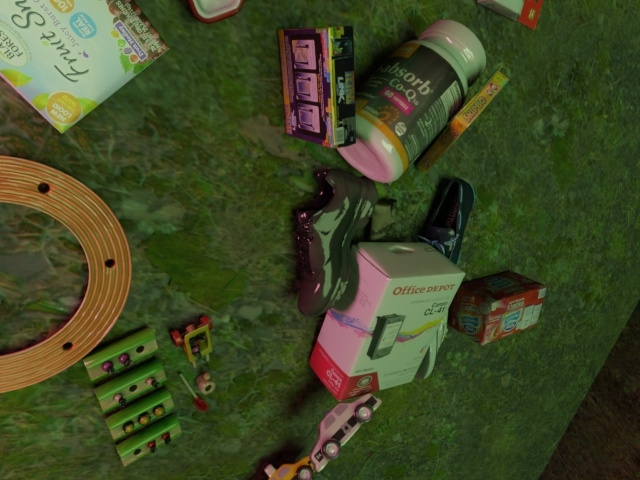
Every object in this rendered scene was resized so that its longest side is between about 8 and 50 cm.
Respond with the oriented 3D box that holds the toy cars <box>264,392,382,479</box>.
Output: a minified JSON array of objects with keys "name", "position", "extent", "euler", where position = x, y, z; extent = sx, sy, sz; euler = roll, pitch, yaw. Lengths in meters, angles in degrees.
[{"name":"toy cars","position":[-0.027,0.451,1.007],"extent":[0.393,0.087,0.176],"euler":[-52,165,18]}]

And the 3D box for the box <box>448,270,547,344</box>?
[{"name":"box","position":[0.486,0.178,1.307],"extent":[0.257,0.123,0.128],"euler":[-8,113,-34]}]

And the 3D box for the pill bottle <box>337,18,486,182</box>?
[{"name":"pill bottle","position":[0.157,-0.249,0.849],"extent":[0.278,0.162,0.162],"euler":[-49,130,-11]}]

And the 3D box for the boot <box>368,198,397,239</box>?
[{"name":"boot","position":[0.117,-0.042,0.979],"extent":[0.119,0.042,0.086],"euler":[-6,122,-44]}]

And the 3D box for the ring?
[{"name":"ring","position":[-0.425,0.052,0.626],"extent":[0.337,0.032,0.336],"euler":[-15,116,-32]}]

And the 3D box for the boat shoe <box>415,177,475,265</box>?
[{"name":"boat shoe","position":[0.269,-0.020,1.083],"extent":[0.089,0.109,0.258],"euler":[23,79,-52]}]

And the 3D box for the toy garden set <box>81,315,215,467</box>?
[{"name":"toy garden set","position":[-0.263,0.257,0.816],"extent":[0.204,0.049,0.244],"euler":[-23,124,-31]}]

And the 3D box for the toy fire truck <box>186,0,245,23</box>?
[{"name":"toy fire truck","position":[-0.102,-0.456,0.580],"extent":[0.254,0.169,0.302],"euler":[-24,123,-5]}]

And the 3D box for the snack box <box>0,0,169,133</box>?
[{"name":"snack box","position":[-0.314,-0.260,0.548],"extent":[0.174,0.070,0.207],"euler":[-44,128,-13]}]

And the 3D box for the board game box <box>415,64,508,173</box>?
[{"name":"board game box","position":[0.265,-0.221,0.912],"extent":[0.124,0.039,0.259],"euler":[-48,174,-12]}]

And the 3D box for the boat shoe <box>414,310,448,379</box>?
[{"name":"boat shoe","position":[0.274,0.221,1.191],"extent":[0.088,0.096,0.267],"euler":[-8,106,-30]}]

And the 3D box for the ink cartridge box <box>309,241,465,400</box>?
[{"name":"ink cartridge box","position":[0.134,0.165,1.001],"extent":[0.226,0.131,0.306],"euler":[-1,122,-36]}]

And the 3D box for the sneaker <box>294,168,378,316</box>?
[{"name":"sneaker","position":[0.000,0.000,0.890],"extent":[0.130,0.109,0.286],"euler":[18,88,-34]}]

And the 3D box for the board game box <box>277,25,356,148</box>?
[{"name":"board game box","position":[-0.006,-0.240,0.742],"extent":[0.048,0.141,0.170],"euler":[-18,119,-29]}]

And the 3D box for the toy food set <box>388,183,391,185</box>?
[{"name":"toy food set","position":[0.123,-0.157,0.956],"extent":[0.122,0.019,0.077],"euler":[26,92,-41]}]

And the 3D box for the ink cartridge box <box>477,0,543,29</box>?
[{"name":"ink cartridge box","position":[0.436,-0.562,0.997],"extent":[0.225,0.056,0.180],"euler":[1,109,-35]}]
